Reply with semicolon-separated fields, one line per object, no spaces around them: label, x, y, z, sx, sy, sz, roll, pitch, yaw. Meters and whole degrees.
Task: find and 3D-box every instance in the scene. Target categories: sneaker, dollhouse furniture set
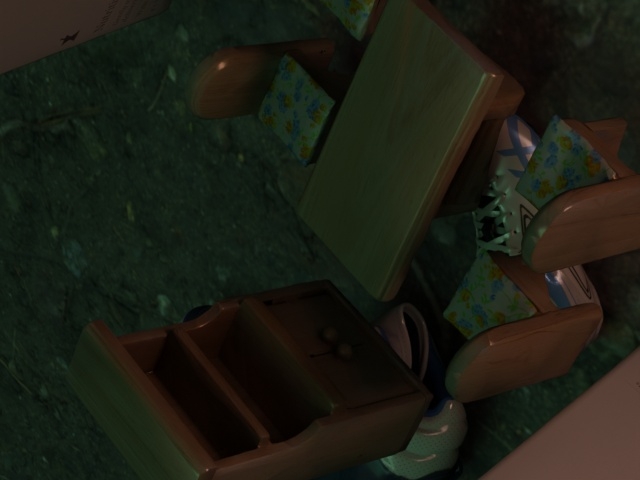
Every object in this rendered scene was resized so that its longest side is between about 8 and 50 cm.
sneaker;0.156;-0.008;1.494;0.085;0.086;0.237;-13;103;51
dollhouse furniture set;0.000;0.000;1.427;0.362;0.256;0.394;48;130;30
sneaker;0.011;0.115;1.721;0.323;0.130;0.236;51;124;29

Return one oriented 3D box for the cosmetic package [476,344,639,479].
cosmetic package;0.204;0.238;1.381;0.197;0.365;0.155;46;139;15

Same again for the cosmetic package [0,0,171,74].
cosmetic package;-0.263;-0.241;1.448;0.156;0.385;0.217;51;140;10
